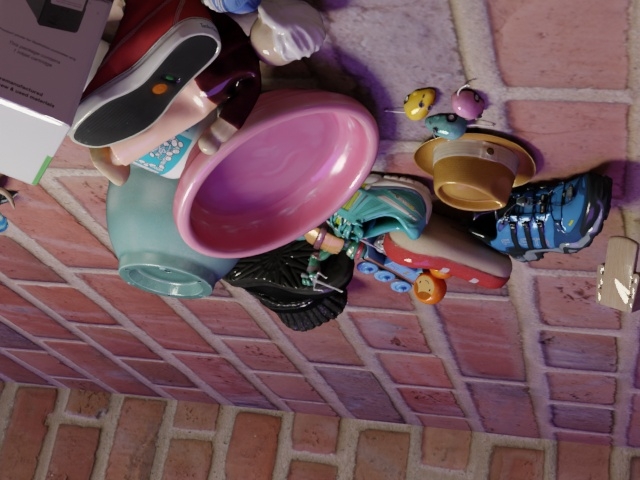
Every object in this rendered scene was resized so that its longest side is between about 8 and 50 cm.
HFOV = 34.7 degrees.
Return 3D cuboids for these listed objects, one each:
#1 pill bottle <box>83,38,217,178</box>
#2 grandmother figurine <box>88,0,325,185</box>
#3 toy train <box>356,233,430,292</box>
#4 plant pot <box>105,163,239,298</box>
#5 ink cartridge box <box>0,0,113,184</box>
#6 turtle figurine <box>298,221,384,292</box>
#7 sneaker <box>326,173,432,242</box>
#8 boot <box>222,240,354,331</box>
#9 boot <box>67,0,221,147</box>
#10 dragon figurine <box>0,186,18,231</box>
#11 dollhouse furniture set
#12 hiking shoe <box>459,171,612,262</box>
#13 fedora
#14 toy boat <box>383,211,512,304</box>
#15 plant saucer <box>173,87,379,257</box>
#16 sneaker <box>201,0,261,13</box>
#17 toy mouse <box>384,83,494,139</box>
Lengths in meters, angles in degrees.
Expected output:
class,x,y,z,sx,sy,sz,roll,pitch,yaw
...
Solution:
class,x,y,z,sx,sy,sz,roll,pitch,yaw
pill bottle,-0.254,-0.182,1.505,0.264,0.146,0.146,23,155,-30
grandmother figurine,-0.151,-0.213,1.321,0.342,0.208,0.104,-26,175,15
toy train,0.149,0.037,1.976,0.184,0.080,0.105,29,142,-36
plant pot,-0.264,-0.010,1.870,0.293,0.196,0.293,9,158,4
ink cartridge box,-0.326,-0.241,1.202,0.121,0.289,0.211,21,156,-18
turtle figurine,0.000,0.000,1.881,0.234,0.118,0.175,23,125,2
sneaker,0.050,-0.055,1.738,0.275,0.110,0.107,4,158,17
boot,-0.014,0.092,2.094,0.348,0.131,0.260,4,153,44
boot,-0.238,-0.241,1.269,0.244,0.176,0.088,-37,150,24
dragon figurine,-0.661,-0.070,2.041,0.289,0.085,0.144,-4,155,32
dollhouse furniture set,0.675,0.021,1.723,0.303,0.198,0.286,-12,-158,-43
hiking shoe,0.348,-0.036,1.651,0.132,0.113,0.304,16,158,-16
fedora,0.237,-0.097,1.594,0.194,0.079,0.194,8,159,3
toy boat,0.213,0.045,1.815,0.231,0.151,0.151,19,-160,-20
plant saucer,-0.073,-0.108,1.517,0.332,0.084,0.332,-25,152,-15
sneaker,-0.037,-0.331,1.066,0.147,0.130,0.330,17,157,-11
toy mouse,0.192,-0.177,1.478,0.143,0.031,0.161,20,156,-25
